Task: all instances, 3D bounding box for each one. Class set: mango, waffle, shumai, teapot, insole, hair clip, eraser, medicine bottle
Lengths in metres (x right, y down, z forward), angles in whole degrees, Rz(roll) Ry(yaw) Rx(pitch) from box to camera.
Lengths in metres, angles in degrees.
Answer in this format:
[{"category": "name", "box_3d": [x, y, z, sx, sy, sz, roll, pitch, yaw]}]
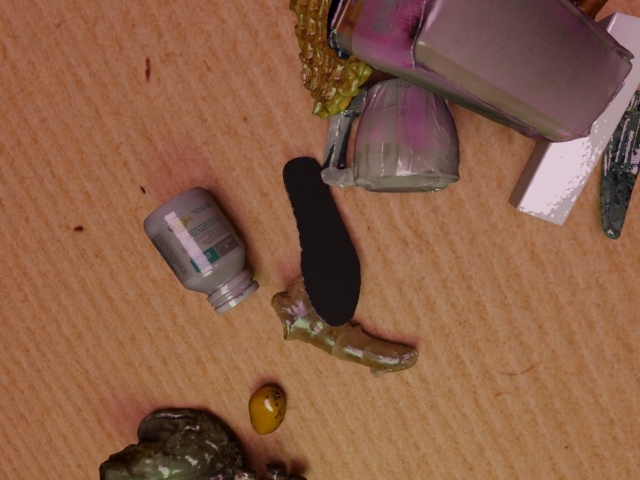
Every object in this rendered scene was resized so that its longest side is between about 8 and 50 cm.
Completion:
[{"category": "mango", "box_3d": [-0.111, 0.350, 0.953, 0.079, 0.057, 0.114, 15, 109, 0]}, {"category": "waffle", "box_3d": [0.017, -0.318, 0.683, 0.059, 0.238, 0.243, -13, 89, -21]}, {"category": "shumai", "box_3d": [-0.302, 0.492, 0.954, 0.272, 0.203, 0.222, 4, 105, 7]}, {"category": "teapot", "box_3d": [0.119, -0.166, 0.751, 0.163, 0.222, 0.178, 0, 91, -30]}, {"category": "insole", "box_3d": [0.000, 0.000, 0.826, 0.110, 0.012, 0.309, -18, 89, -9]}, {"category": "hair clip", "box_3d": [0.474, -0.116, 0.729, 0.066, 0.036, 0.229, 7, 99, 5]}, {"category": "eraser", "box_3d": [0.395, -0.176, 0.709, 0.076, 0.078, 0.298, 22, 107, 5]}, {"category": "medicine bottle", "box_3d": [-0.209, 0.023, 0.850, 0.135, 0.135, 0.215, -33, 95, 17]}]

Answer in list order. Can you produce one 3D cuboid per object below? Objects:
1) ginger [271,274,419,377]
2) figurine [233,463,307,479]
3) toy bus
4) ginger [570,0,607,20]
[{"category": "ginger", "box_3d": [0.045, 0.164, 0.869, 0.295, 0.086, 0.131, 25, 88, -4]}, {"category": "figurine", "box_3d": [-0.137, 0.653, 0.905, 0.241, 0.306, 0.411, 6, 103, 20]}, {"category": "toy bus", "box_3d": [0.211, -0.226, 0.561, 0.386, 0.162, 0.171, 9, 123, -35]}, {"category": "ginger", "box_3d": [0.370, -0.366, 0.669, 0.103, 0.073, 0.162, 33, 107, 1]}]
